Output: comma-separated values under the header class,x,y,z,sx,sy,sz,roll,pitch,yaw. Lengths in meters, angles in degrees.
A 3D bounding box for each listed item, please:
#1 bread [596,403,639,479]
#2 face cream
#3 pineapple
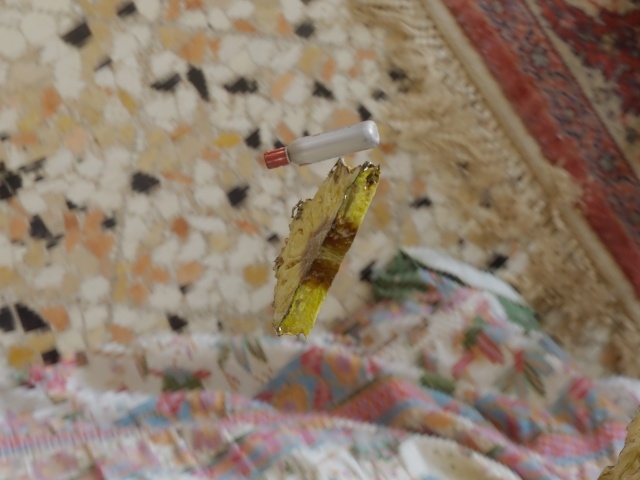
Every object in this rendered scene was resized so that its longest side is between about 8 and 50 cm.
class,x,y,z,sx,sy,sz,roll,pitch,yaw
bread,0.165,0.151,0.655,0.184,0.114,0.275,50,46,1
face cream,0.000,-0.068,1.293,0.083,0.040,0.021,-14,94,10
pineapple,0.000,0.000,0.745,0.019,0.045,0.083,20,100,-23
